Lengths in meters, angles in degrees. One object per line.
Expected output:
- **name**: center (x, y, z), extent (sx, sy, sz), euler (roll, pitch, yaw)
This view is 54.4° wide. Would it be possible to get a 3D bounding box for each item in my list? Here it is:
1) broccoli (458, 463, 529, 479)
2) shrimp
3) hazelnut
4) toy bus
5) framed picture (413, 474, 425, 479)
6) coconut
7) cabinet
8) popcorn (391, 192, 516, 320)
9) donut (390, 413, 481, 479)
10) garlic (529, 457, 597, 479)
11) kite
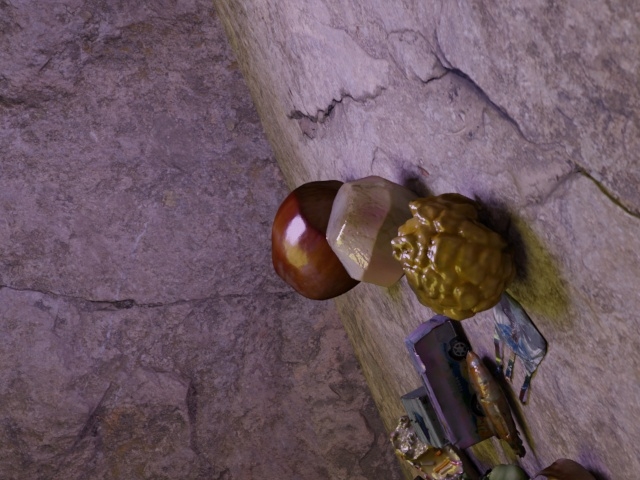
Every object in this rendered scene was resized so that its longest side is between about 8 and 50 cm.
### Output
- **broccoli**: center (0.413, 0.675, 1.431), extent (0.334, 0.271, 0.324), euler (-43, 68, 47)
- **shrimp**: center (0.389, 0.373, 1.433), extent (0.255, 0.059, 0.145), euler (63, 180, -7)
- **hazelnut**: center (0.004, -0.007, 1.908), extent (0.366, 0.365, 0.366), euler (156, 90, -81)
- **toy bus**: center (0.321, 0.349, 1.547), extent (0.317, 0.137, 0.112), euler (65, 170, -3)
- **framed picture**: center (0.370, 0.822, 1.943), extent (0.168, 0.023, 0.128), euler (39, -168, -16)
- **coconut**: center (0.141, -0.022, 1.433), extent (0.259, 0.259, 0.260), euler (156, 90, -81)
- **cabinet**: center (0.336, 0.481, 1.756), extent (0.206, 0.150, 0.145), euler (111, 135, -76)
- **popcorn**: center (0.233, 0.025, 1.127), extent (0.250, 0.190, 0.250), euler (54, 174, 8)
- **donut**: center (0.367, 0.712, 1.893), extent (0.307, 0.150, 0.371), euler (37, -168, -29)
- **garlic**: center (0.461, 0.466, 1.141), extent (0.115, 0.128, 0.207), euler (-52, -45, -49)
- **kite**: center (0.389, 0.229, 1.243), extent (0.169, 0.015, 0.310), euler (-125, 15, -48)
